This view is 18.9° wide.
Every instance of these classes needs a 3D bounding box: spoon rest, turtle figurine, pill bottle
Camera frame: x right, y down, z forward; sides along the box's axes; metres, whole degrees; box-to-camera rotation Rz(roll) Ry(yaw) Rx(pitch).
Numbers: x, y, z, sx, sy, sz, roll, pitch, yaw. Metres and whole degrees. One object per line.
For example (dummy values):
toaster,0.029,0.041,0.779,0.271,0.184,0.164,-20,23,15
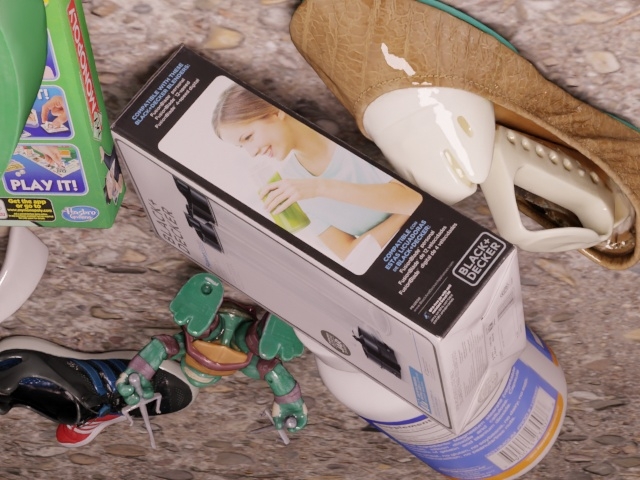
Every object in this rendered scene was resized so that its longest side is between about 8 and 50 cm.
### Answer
spoon rest,-0.367,0.048,1.635,0.276,0.084,0.137,-10,150,21
turtle figurine,-0.092,0.105,1.686,0.175,0.118,0.234,2,156,-13
pill bottle,0.088,0.096,1.616,0.152,0.152,0.272,-14,148,28

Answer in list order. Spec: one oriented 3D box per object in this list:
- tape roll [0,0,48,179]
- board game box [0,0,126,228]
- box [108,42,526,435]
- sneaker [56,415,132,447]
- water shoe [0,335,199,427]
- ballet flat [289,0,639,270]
tape roll,-0.332,-0.131,1.183,0.321,0.077,0.321,5,133,5
board game box,-0.306,-0.103,1.289,0.317,0.046,0.213,1,134,10
box,0.000,0.000,1.347,0.290,0.087,0.169,33,162,21
sneaker,-0.239,0.168,1.898,0.118,0.042,0.067,-31,143,35
water shoe,-0.214,0.148,1.799,0.203,0.080,0.073,9,129,-13
ballet flat,0.119,-0.063,1.338,0.116,0.124,0.342,-25,142,38
